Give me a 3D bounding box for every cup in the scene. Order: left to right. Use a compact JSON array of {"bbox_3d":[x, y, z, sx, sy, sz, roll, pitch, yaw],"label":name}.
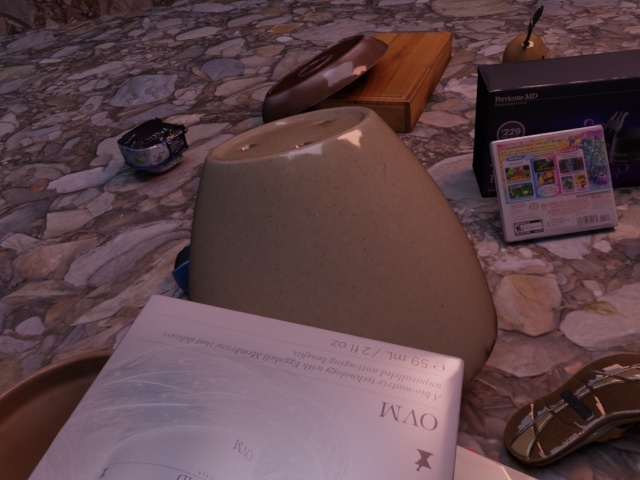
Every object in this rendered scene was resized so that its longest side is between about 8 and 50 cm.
[{"bbox_3d":[0.000,0.000,0.555,0.330,0.237,0.331,-12,23,5],"label":"cup"}]

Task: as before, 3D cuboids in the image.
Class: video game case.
[{"bbox_3d":[0.326,-0.079,0.748,0.157,0.143,0.019,-9,-2,1],"label":"video game case"}]

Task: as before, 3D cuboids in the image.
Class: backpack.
[{"bbox_3d":[-0.329,-0.179,1.049,0.104,0.084,0.114,19,42,31],"label":"backpack"}]

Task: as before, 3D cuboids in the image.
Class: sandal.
[{"bbox_3d":[0.261,0.165,0.508,0.180,0.049,0.072,-28,33,0],"label":"sandal"}]

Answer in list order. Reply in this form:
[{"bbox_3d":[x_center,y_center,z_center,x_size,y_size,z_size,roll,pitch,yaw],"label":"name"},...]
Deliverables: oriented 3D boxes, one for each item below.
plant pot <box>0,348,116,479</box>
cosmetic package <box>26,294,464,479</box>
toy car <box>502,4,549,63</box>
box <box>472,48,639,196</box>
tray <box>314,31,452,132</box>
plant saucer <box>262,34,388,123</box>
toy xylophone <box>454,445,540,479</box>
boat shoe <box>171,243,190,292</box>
[{"bbox_3d":[-0.209,0.222,0.477,0.237,0.110,0.237,-6,38,5],"label":"plant pot"},{"bbox_3d":[-0.043,0.174,0.322,0.223,0.138,0.225,9,45,12],"label":"cosmetic package"},{"bbox_3d":[0.407,-0.337,1.012,0.148,0.189,0.155,11,41,25],"label":"toy car"},{"bbox_3d":[0.374,-0.175,0.811,0.260,0.185,0.103,-4,36,8],"label":"box"},{"bbox_3d":[0.157,-0.376,1.215,0.202,0.076,0.411,8,41,22],"label":"tray"},{"bbox_3d":[-0.003,-0.355,1.141,0.310,0.050,0.311,-27,25,14],"label":"plant saucer"},{"bbox_3d":[0.110,0.257,0.384,0.322,0.081,0.236,22,47,34],"label":"toy xylophone"},{"bbox_3d":[-0.085,-0.007,0.756,0.258,0.109,0.089,-11,33,-6],"label":"boat shoe"}]
